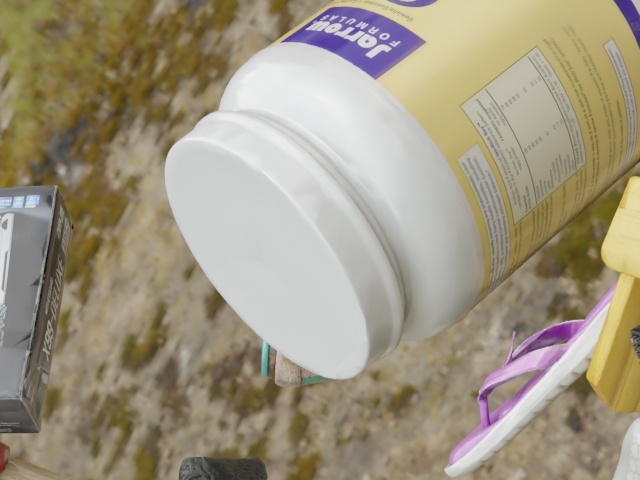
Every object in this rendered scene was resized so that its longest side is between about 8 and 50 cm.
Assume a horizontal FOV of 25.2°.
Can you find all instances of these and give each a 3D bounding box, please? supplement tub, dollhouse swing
[{"bbox_3d":[0.076,-0.077,1.052,0.331,0.241,0.241,-38,23,-26],"label":"supplement tub"},{"bbox_3d":[0.530,0.095,1.679,0.315,0.347,0.304,-156,73,-64],"label":"dollhouse swing"}]

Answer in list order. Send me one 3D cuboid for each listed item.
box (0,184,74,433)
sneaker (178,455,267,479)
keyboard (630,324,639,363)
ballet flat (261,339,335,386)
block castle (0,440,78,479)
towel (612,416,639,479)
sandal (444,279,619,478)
[{"bbox_3d":[-0.412,0.068,1.400,0.308,0.076,0.242,-1,55,6],"label":"box"},{"bbox_3d":[-0.111,0.229,1.261,0.089,0.170,0.051,54,129,42],"label":"sneaker"},{"bbox_3d":[0.383,0.181,1.580,0.023,0.180,0.108,-21,6,0],"label":"keyboard"},{"bbox_3d":[0.000,0.000,1.410,0.107,0.106,0.316,89,-178,-63],"label":"ballet flat"},{"bbox_3d":[-0.396,0.433,1.402,0.303,0.213,0.453,117,172,-54],"label":"block castle"},{"bbox_3d":[0.297,0.378,1.318,0.317,0.053,0.331,-97,18,-60],"label":"towel"},{"bbox_3d":[0.302,0.150,1.907,0.416,0.102,0.169,-46,-11,11],"label":"sandal"}]
